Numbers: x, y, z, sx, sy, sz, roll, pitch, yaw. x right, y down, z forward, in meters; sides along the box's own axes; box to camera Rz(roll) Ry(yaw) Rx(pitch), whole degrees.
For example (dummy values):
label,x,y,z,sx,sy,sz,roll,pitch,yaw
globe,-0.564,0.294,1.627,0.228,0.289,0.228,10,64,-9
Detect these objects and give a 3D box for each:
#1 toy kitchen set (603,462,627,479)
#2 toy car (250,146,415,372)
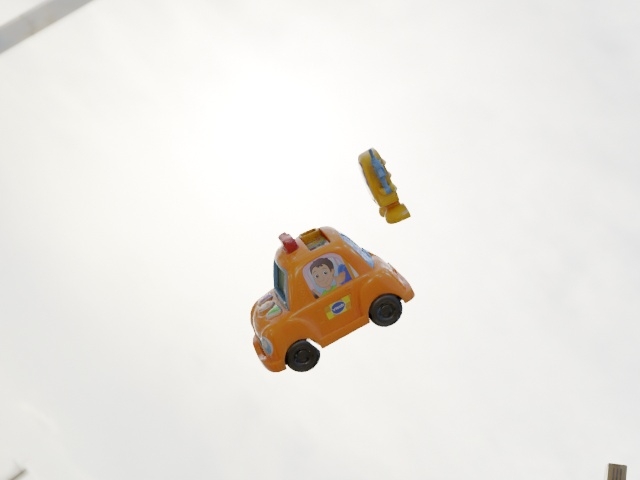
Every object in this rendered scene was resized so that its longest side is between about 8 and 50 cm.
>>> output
label,x,y,z,sx,sy,sz,roll,pitch,yaw
toy kitchen set,0.312,0.254,1.086,0.083,0.075,0.068,6,-13,9
toy car,0.000,0.000,0.420,0.122,0.060,0.041,-85,151,-67
